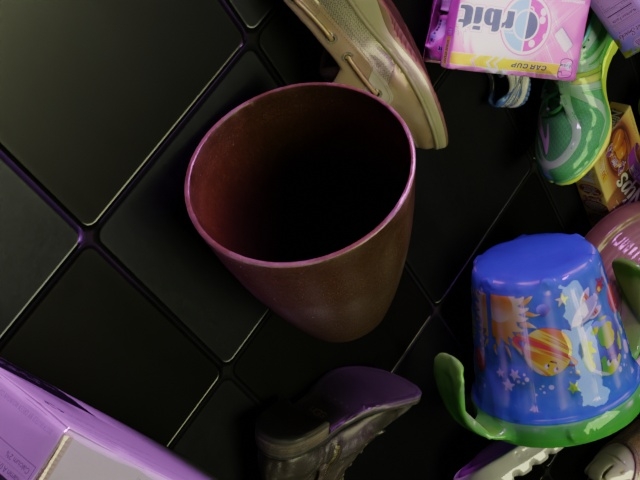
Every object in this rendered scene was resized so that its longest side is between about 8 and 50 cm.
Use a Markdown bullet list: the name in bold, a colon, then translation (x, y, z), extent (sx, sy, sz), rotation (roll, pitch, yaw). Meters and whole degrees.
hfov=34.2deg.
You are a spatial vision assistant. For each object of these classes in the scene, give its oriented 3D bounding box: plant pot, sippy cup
- **plant pot**: translation (0.479, 0.069, 1.542), extent (0.237, 0.110, 0.237), rotation (-15, 124, -24)
- **sippy cup**: translation (0.298, 0.118, 1.374), extent (0.305, 0.240, 0.224), rotation (-48, 128, -56)
- **plant pot**: translation (0.000, 0.000, 1.037), extent (0.215, 0.215, 0.230), rotation (-48, 149, -21)

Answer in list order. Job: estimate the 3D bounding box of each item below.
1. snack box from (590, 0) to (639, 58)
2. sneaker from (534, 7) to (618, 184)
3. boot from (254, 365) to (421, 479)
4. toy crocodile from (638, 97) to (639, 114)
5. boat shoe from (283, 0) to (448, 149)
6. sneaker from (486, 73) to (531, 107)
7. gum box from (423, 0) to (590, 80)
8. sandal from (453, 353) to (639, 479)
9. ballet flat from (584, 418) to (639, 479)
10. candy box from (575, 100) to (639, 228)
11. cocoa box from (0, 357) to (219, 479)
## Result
- **snack box**: translation (0.379, -0.355, 1.277), extent (0.174, 0.070, 0.207), rotation (-39, 95, -36)
- **sneaker**: translation (0.317, -0.220, 1.339), extent (0.123, 0.109, 0.296), rotation (11, 90, -41)
- **boot**: translation (0.003, 0.282, 1.234), extent (0.263, 0.091, 0.229), rotation (-15, 122, -38)
- **toy crocodile**: translation (0.544, -0.138, 1.519), extent (0.115, 0.105, 0.341), rotation (19, 61, -46)
- **boat shoe**: translation (0.043, -0.194, 1.069), extent (0.098, 0.109, 0.302), rotation (-26, 136, 13)
- **sneaker**: translation (0.231, -0.224, 1.277), extent (0.058, 0.052, 0.135), rotation (-20, 119, -35)
- **gum box**: translation (0.212, -0.248, 1.200), extent (0.188, 0.062, 0.107), rotation (1, 106, -25)
- **sandal**: translation (0.346, 0.233, 1.537), extent (0.416, 0.169, 0.102), rotation (-30, 86, -34)
- **ballet flat**: translation (0.486, 0.441, 1.777), extent (0.106, 0.107, 0.316), rotation (28, 85, -34)
- **candy box**: translation (0.428, -0.101, 1.529), extent (0.109, 0.053, 0.187), rotation (-50, 134, -19)
- **cocoa box**: translation (-0.217, 0.268, 0.875), extent (0.228, 0.231, 0.347), rotation (-58, 137, -10)
